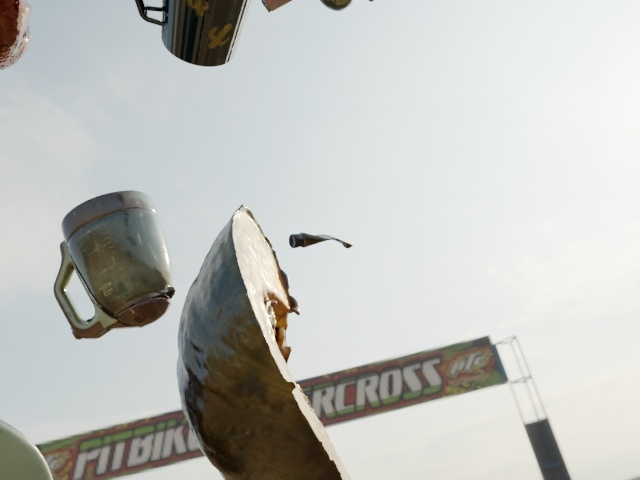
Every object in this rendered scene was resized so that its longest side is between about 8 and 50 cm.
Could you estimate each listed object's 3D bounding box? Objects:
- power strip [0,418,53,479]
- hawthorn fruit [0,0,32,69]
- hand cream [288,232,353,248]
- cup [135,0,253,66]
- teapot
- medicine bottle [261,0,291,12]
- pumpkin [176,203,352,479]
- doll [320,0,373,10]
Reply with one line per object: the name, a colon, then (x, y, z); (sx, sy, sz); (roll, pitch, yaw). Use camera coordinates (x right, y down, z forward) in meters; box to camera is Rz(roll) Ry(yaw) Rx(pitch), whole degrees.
power strip: (-0.553, 0.377, 0.848); (0.357, 0.358, 0.161); (11, -11, -39)
hawthorn fruit: (-0.746, -0.506, 1.295); (0.275, 0.276, 0.299); (-33, -35, 32)
hand cream: (0.000, 0.000, 1.516); (0.163, 0.039, 0.062); (0, 9, -34)
cup: (-0.171, -0.330, 0.834); (0.176, 0.131, 0.155); (5, -40, -16)
teapot: (-0.516, 0.082, 1.547); (0.314, 0.312, 0.233); (-26, -17, 6)
medicine bottle: (-0.035, -0.491, 1.016); (0.201, 0.052, 0.171); (-27, -34, 3)
pumpkin: (-0.084, 0.121, 0.578); (0.148, 0.312, 0.169); (-28, -28, 7)
doll: (0.033, -0.327, 0.788); (0.083, 0.050, 0.076); (-28, -71, 17)
